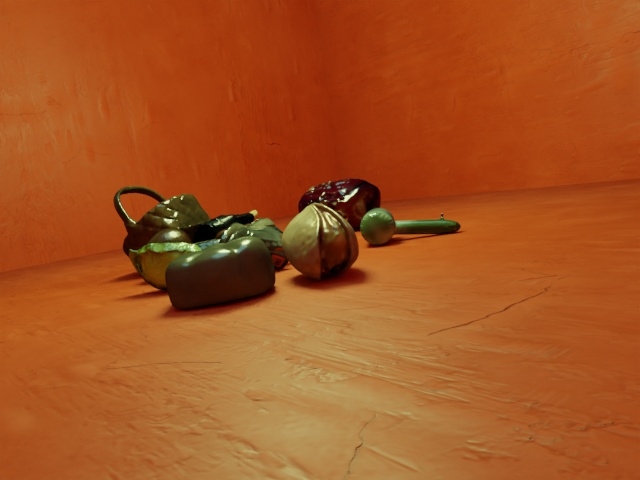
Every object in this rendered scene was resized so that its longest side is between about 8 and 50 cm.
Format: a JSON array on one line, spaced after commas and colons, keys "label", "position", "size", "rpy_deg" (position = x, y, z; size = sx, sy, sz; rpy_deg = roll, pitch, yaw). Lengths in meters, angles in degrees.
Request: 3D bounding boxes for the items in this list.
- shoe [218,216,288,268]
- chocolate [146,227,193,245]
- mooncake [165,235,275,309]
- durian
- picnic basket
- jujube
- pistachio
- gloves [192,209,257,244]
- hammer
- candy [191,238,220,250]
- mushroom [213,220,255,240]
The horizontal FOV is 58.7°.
[{"label": "shoe", "position": [-0.179, 0.033, 1.679], "size": [0.171, 0.132, 0.336], "rpy_deg": [31, 18, 13]}, {"label": "chocolate", "position": [-0.501, 0.048, 1.871], "size": [0.176, 0.177, 0.177], "rpy_deg": [-9, 6, 1]}, {"label": "mooncake", "position": [-0.241, 0.075, 1.377], "size": [0.275, 0.135, 0.275], "rpy_deg": [-13, 6, 1]}, {"label": "durian", "position": [-0.424, 0.072, 1.612], "size": [0.250, 0.139, 0.101], "rpy_deg": [-6, 1, 19]}, {"label": "picnic basket", "position": [-0.613, -0.082, 2.103], "size": [0.337, 0.337, 0.293], "rpy_deg": [-6, 6, 25]}, {"label": "jujube", "position": [0.087, -0.148, 2.531], "size": [0.376, 0.258, 0.258], "rpy_deg": [-12, 4, 30]}, {"label": "pistachio", "position": [0.000, 0.000, 1.460], "size": [0.187, 0.187, 0.299], "rpy_deg": [-10, 11, -14]}, {"label": "gloves", "position": [-0.318, -0.026, 2.073], "size": [0.301, 0.197, 0.152], "rpy_deg": [8, 28, -45]}, {"label": "hammer", "position": [0.303, -0.052, 1.925], "size": [0.335, 0.119, 0.206], "rpy_deg": [-2, 9, 6]}, {"label": "candy", "position": [-0.382, 0.061, 1.768], "size": [0.271, 0.101, 0.143], "rpy_deg": [-12, 49, -7]}, {"label": "mushroom", "position": [-0.223, 0.031, 1.906], "size": [0.227, 0.148, 0.217], "rpy_deg": [-21, 29, -21]}]
